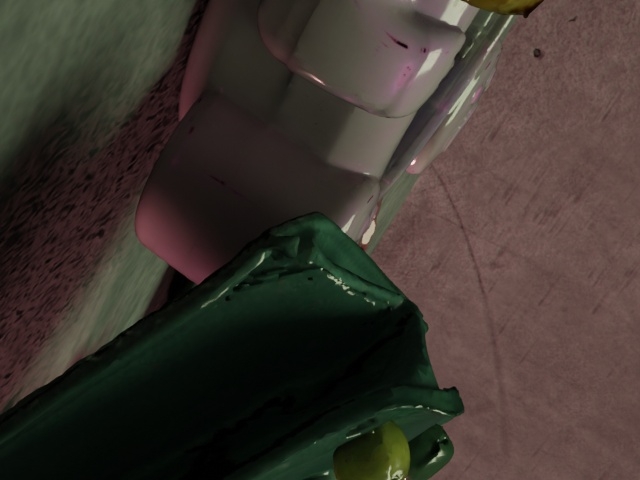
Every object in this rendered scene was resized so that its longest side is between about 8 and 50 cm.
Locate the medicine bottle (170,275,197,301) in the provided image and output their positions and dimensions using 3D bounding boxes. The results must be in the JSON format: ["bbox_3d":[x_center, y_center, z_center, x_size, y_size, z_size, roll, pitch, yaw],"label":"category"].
[{"bbox_3d":[-0.052,0.032,0.950,0.229,0.083,0.121,-61,-178,34],"label":"medicine bottle"}]

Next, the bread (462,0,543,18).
[{"bbox_3d":[0.044,-0.157,0.342,0.158,0.149,0.143,-49,168,-55],"label":"bread"}]

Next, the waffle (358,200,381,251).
[{"bbox_3d":[0.000,0.000,1.081,0.221,0.055,0.234,135,-30,-63],"label":"waffle"}]

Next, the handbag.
[{"bbox_3d":[-0.056,0.116,0.591,0.269,0.100,0.274,-33,163,0],"label":"handbag"}]

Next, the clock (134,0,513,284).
[{"bbox_3d":[0.047,-0.139,0.668,0.322,0.113,0.295,-61,173,32],"label":"clock"}]
